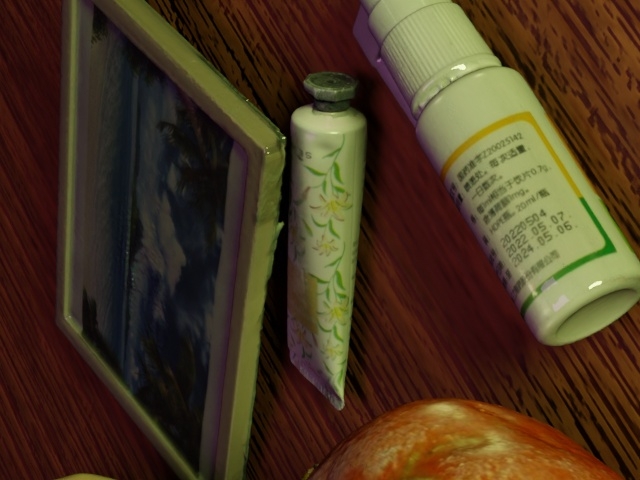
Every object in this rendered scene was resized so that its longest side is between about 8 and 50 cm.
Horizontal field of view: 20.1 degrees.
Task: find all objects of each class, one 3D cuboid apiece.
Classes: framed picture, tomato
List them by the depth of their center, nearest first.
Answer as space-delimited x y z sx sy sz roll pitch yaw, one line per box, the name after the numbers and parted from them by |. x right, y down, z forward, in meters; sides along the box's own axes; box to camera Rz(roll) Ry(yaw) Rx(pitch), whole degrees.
0.071 0.191 0.856 0.232 0.188 0.232 -50 28 39 | tomato
-0.104 0.003 1.138 0.232 0.024 0.315 45 140 37 | framed picture

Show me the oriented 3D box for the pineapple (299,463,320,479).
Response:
0.016 0.198 1.045 0.116 0.069 0.137 -22 91 48 | pineapple

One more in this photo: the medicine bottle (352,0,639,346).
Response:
0.077 -0.046 0.891 0.221 0.061 0.092 61 160 23 | medicine bottle

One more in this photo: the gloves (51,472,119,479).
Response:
-0.134 0.238 1.172 0.301 0.152 0.197 21 129 45 | gloves

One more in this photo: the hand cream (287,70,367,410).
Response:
0.000 0.000 1.019 0.067 0.042 0.194 36 130 48 | hand cream
